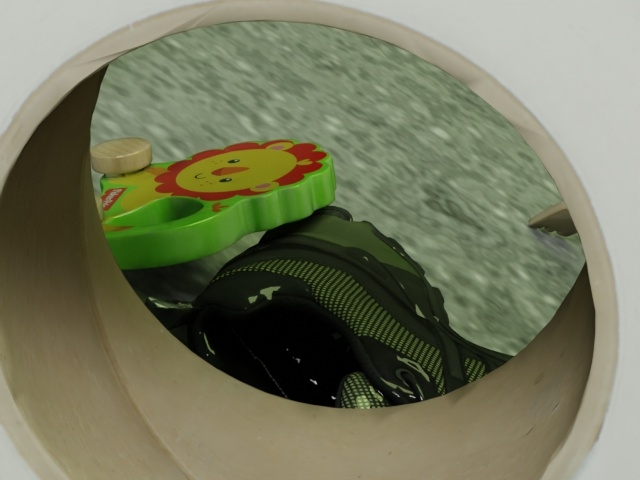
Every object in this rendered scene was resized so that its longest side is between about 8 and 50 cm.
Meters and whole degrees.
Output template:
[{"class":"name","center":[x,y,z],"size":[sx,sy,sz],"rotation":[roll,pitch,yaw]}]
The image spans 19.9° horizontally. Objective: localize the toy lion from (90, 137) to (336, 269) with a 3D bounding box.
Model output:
[{"class":"toy lion","center":[-0.044,-0.014,0.667],"size":[0.096,0.034,0.100],"rotation":[-3,20,14]}]

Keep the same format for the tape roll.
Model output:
[{"class":"tape roll","center":[0.000,0.000,0.449],"size":[0.286,0.286,0.100],"rotation":[32,23,-4]}]

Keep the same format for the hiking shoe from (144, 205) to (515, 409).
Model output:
[{"class":"hiking shoe","center":[0.044,0.079,0.625],"size":[0.227,0.086,0.114],"rotation":[32,31,20]}]

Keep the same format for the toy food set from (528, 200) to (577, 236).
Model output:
[{"class":"toy food set","center":[0.219,-0.017,0.960],"size":[0.192,0.132,0.039],"rotation":[18,59,-31]}]
